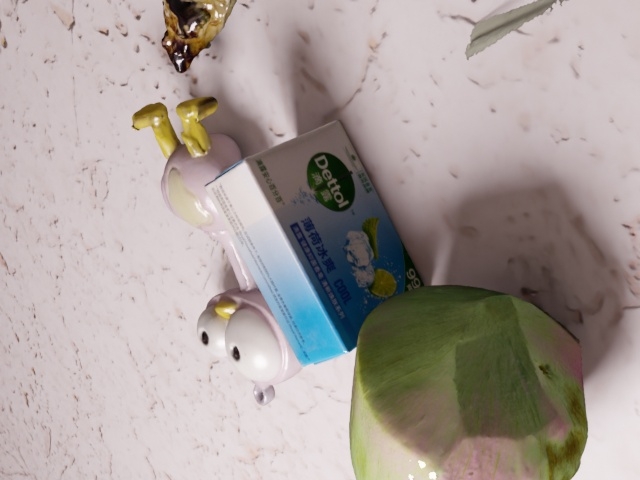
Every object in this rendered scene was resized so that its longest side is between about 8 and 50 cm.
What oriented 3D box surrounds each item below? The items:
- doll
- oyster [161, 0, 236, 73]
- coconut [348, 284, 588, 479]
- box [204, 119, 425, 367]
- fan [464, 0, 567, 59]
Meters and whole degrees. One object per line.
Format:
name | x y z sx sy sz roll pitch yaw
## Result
doll | -0.100 0.020 0.907 0.160 0.094 0.365 3 112 44
oyster | -0.096 -0.297 0.762 0.128 0.078 0.345 39 130 9
coconut | 0.123 0.136 0.686 0.204 0.236 0.236 47 138 42
box | 0.000 0.001 0.773 0.073 0.139 0.194 -26 93 45
fan | 0.229 -0.180 0.491 0.012 0.233 0.414 26 165 -26
